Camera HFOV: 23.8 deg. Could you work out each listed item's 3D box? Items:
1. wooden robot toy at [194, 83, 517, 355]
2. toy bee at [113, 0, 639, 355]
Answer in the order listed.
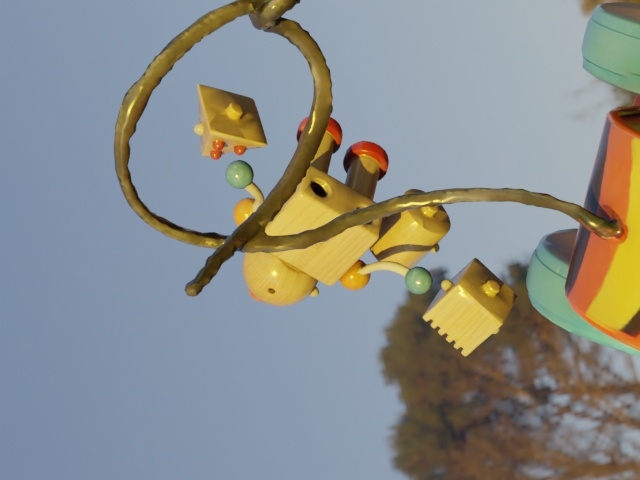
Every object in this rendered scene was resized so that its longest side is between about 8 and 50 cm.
[{"bbox_3d":[0.000,0.000,0.695,0.173,0.079,0.076,31,-143,-14],"label":"wooden robot toy"},{"bbox_3d":[0.121,0.008,0.418,0.298,0.162,0.195,-25,-55,-28],"label":"toy bee"}]
